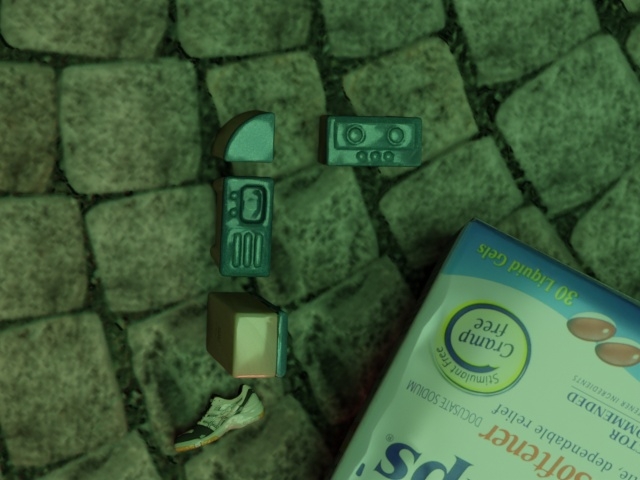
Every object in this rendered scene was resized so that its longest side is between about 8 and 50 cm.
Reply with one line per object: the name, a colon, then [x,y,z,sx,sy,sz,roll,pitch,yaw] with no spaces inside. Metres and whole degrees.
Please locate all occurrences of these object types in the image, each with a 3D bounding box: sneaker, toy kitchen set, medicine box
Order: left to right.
sneaker: [-0.090,0.150,1.399,0.083,0.032,0.037,-26,88,-15]
toy kitchen set: [0.000,0.000,1.352,0.166,0.122,0.207,1,97,-14]
medicine box: [0.164,0.172,1.353,0.263,0.149,0.289,28,84,2]
